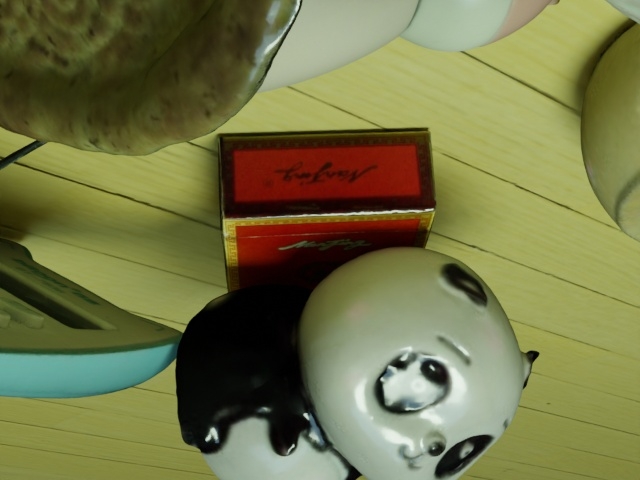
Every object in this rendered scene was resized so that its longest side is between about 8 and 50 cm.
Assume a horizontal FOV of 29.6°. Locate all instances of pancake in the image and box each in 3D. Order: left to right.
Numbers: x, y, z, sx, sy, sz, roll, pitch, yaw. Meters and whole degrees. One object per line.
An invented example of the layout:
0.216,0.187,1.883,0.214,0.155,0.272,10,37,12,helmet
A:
-0.098,-0.143,0.421,0.250,0.250,0.031,-27,-178,42,pancake

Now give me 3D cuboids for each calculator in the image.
-0.269,0.032,0.777,0.256,0.054,0.386,25,-177,28,calculator

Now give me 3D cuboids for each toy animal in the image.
0.028,0.098,0.873,0.235,0.165,0.187,-12,137,24,toy animal

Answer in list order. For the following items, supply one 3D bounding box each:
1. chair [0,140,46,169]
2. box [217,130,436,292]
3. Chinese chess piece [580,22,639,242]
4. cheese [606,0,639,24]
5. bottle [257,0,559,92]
-0.261,-0.116,0.603,0.140,0.221,0.145,-15,-163,25,chair
0.000,-0.001,0.939,0.153,0.074,0.239,2,157,-2,box
0.293,-0.074,0.771,0.251,0.097,0.251,-3,157,-1,Chinese chess piece
0.212,-0.163,0.477,0.198,0.154,0.189,-3,159,-33,cheese
0.007,-0.140,0.538,0.237,0.147,0.147,-6,158,-15,bottle
